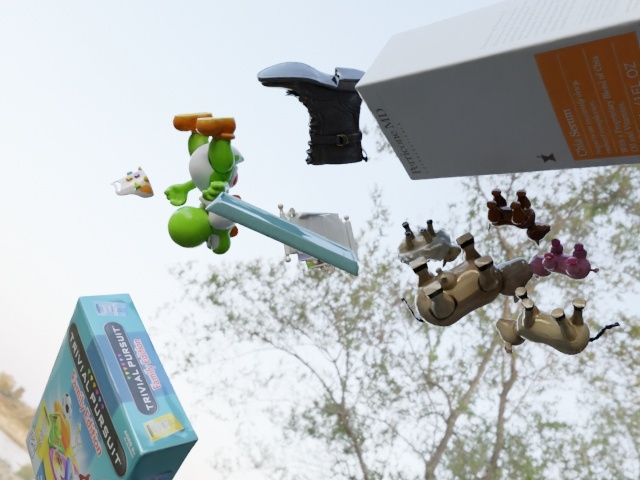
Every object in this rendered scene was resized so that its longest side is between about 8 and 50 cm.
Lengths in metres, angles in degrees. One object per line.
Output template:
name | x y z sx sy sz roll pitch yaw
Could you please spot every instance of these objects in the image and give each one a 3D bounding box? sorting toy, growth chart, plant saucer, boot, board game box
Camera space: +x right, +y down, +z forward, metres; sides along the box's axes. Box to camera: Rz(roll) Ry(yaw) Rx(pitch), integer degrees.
sorting toy | -0.417 -0.124 1.238 0.083 0.075 0.044 47 -31 38
growth chart | 0.000 0.000 1.428 0.238 0.171 0.021 5 -16 -35
plant saucer | -0.041 -0.010 0.678 0.192 0.018 0.067 25 12 -8
boot | -0.013 -0.267 1.259 0.263 0.091 0.228 6 -52 0
board game box | -0.315 0.283 0.801 0.253 0.079 0.336 51 -56 33

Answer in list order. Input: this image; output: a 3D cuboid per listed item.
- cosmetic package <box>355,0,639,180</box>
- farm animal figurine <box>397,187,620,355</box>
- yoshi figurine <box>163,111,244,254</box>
cosmetic package | 0.307 -0.238 0.883 0.454 0.161 0.230 1 -41 46
farm animal figurine | 0.313 0.083 1.021 0.327 0.330 0.172 -16 -47 16
yoshi figurine | -0.302 -0.126 1.398 0.203 0.203 0.361 1 -70 3
